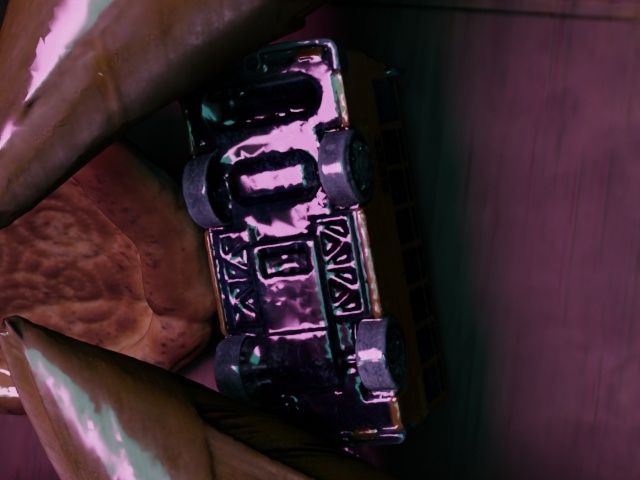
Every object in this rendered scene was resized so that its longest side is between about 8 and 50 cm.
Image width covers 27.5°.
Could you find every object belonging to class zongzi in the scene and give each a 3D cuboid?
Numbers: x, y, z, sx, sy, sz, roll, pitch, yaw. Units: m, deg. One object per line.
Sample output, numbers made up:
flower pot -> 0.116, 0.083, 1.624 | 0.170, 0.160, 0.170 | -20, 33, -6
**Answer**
zongzi -> 0.019, 0.132, 0.501 | 0.251, 0.125, 0.274 | 2, 133, 43
zongzi -> -0.074, -0.244, 0.564 | 0.393, 0.174, 0.356 | -35, 76, -3

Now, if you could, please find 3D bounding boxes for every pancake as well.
pancake -> -0.176, 0.005, 0.637 | 0.250, 0.031, 0.250 | 3, 132, 4

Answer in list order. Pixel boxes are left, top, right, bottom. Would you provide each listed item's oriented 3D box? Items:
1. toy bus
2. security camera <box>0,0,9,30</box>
toy bus -> 0.000, 0.000, 0.616 | 0.091, 0.103, 0.182 | -9, 94, 23
security camera -> -0.302, -0.144, 0.666 | 0.236, 0.194, 0.194 | -6, 89, 15
